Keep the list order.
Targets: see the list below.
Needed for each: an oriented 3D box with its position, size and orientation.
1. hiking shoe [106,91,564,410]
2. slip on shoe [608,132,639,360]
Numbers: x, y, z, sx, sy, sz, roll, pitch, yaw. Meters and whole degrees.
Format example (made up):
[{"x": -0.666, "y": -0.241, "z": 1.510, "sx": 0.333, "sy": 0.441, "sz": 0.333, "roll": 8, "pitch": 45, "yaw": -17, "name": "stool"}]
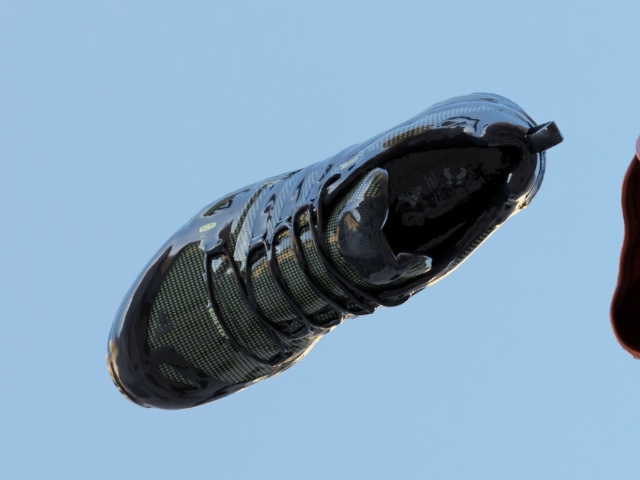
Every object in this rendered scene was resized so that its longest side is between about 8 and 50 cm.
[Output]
[{"x": 0.000, "y": 0.000, "z": 0.858, "sx": 0.227, "sy": 0.114, "sz": 0.086, "roll": -33, "pitch": -91, "yaw": -1, "name": "hiking shoe"}, {"x": 0.234, "y": -0.063, "z": 1.097, "sx": 0.101, "sy": 0.123, "sz": 0.331, "roll": -21, "pitch": -47, "yaw": -37, "name": "slip on shoe"}]
